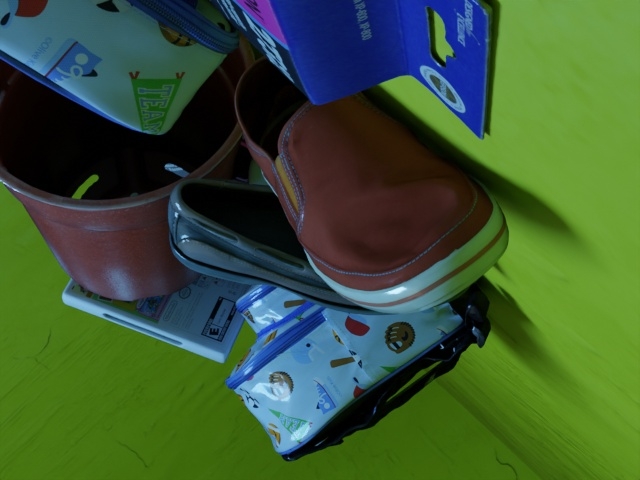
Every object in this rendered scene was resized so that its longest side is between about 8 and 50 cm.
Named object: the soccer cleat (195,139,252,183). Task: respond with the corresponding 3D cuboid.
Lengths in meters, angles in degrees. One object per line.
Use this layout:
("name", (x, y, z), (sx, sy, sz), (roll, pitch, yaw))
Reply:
("soccer cleat", (-0.063, -0.074, 1.269), (0.248, 0.083, 0.095), (29, -172, -23))

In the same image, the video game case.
("video game case", (-0.159, 0.020, 1.179), (0.193, 0.212, 0.023), (20, 143, 4))

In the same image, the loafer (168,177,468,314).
("loafer", (0.000, 0.000, 0.865), (0.267, 0.096, 0.084), (7, 152, 4))

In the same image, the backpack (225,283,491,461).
("backpack", (0.025, 0.097, 1.070), (0.213, 0.263, 0.276), (46, 178, 9))

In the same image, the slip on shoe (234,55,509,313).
("slip on shoe", (0.017, -0.051, 0.731), (0.101, 0.123, 0.331), (53, 178, -34))

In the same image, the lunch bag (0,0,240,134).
("lunch bag", (-0.177, -0.205, 0.728), (0.243, 0.115, 0.303), (28, -160, -28))

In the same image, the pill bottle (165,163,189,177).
("pill bottle", (-0.195, -0.187, 1.325), (0.162, 0.162, 0.278), (43, 176, 41))

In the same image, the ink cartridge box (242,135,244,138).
("ink cartridge box", (-0.129, -0.200, 1.166), (0.150, 0.063, 0.109), (48, 176, -39))

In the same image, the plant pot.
("plant pot", (-0.199, -0.082, 1.046), (0.272, 0.272, 0.265), (45, 158, 19))

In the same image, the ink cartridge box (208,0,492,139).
("ink cartridge box", (-0.062, -0.186, 0.547), (0.371, 0.069, 0.176), (43, 176, 14))

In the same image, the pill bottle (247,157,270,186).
("pill bottle", (-0.026, -0.064, 1.125), (0.108, 0.108, 0.193), (46, 176, -3))
